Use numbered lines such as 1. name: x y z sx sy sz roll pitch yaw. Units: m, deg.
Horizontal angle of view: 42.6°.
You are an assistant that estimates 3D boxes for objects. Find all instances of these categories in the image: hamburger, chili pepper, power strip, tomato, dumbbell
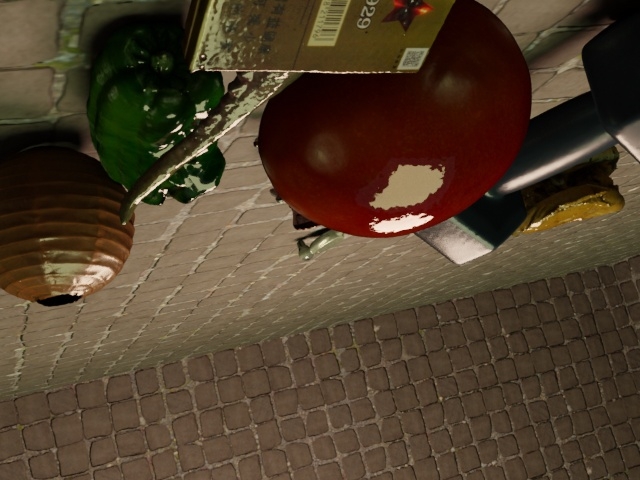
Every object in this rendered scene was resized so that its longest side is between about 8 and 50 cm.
1. hamburger: 0.329 -0.075 1.160 0.177 0.113 0.185 -14 178 -36
2. chili pepper: -0.120 -0.078 0.622 0.099 0.083 0.253 -25 173 -10
3. power strip: 0.000 0.000 1.282 0.083 0.035 0.055 -31 166 10
4. tomato: 0.054 -0.082 0.572 0.195 0.136 0.195 -29 -162 11
5. dumbbell: 0.220 -0.093 0.789 0.160 0.144 0.325 33 144 -25

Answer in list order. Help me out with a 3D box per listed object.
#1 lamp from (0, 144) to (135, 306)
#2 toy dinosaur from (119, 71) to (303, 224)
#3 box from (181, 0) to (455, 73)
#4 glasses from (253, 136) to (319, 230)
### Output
1. lamp: -0.221 -0.011 0.680 0.136 0.136 0.136 -14 168 -3
2. toy dinosaur: -0.026 -0.122 0.463 0.199 0.072 0.251 -21 164 -23
3. box: 0.006 -0.121 0.393 0.133 0.023 0.090 -6 145 -27
4. glasses: 0.041 -0.100 0.781 0.255 0.095 0.162 -22 -166 25
